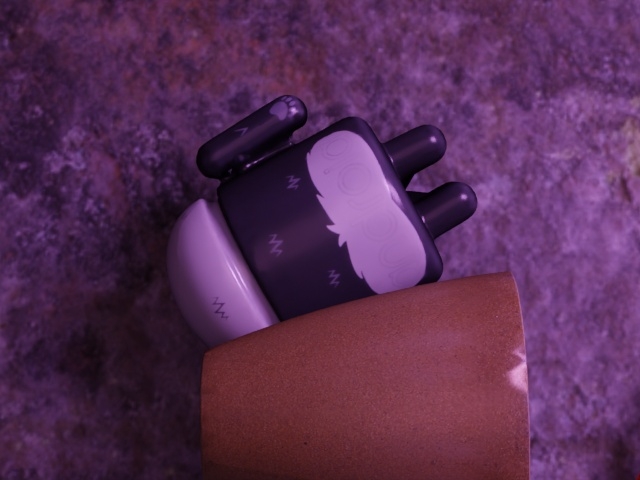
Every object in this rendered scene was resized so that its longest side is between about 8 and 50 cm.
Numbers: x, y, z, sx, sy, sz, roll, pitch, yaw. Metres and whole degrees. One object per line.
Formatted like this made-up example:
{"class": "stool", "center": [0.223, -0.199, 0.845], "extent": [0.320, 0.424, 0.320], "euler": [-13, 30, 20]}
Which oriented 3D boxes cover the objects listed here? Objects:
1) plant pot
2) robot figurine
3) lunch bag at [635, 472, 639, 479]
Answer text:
{"class": "plant pot", "center": [0.032, 0.148, 1.322], "extent": [0.254, 0.237, 0.237], "euler": [-2, 78, 0]}
{"class": "robot figurine", "center": [-0.001, -0.002, 1.438], "extent": [0.278, 0.173, 0.209], "euler": [-29, 52, 3]}
{"class": "lunch bag", "center": [0.393, 0.191, 1.359], "extent": [0.258, 0.120, 0.293], "euler": [35, 90, 17]}
